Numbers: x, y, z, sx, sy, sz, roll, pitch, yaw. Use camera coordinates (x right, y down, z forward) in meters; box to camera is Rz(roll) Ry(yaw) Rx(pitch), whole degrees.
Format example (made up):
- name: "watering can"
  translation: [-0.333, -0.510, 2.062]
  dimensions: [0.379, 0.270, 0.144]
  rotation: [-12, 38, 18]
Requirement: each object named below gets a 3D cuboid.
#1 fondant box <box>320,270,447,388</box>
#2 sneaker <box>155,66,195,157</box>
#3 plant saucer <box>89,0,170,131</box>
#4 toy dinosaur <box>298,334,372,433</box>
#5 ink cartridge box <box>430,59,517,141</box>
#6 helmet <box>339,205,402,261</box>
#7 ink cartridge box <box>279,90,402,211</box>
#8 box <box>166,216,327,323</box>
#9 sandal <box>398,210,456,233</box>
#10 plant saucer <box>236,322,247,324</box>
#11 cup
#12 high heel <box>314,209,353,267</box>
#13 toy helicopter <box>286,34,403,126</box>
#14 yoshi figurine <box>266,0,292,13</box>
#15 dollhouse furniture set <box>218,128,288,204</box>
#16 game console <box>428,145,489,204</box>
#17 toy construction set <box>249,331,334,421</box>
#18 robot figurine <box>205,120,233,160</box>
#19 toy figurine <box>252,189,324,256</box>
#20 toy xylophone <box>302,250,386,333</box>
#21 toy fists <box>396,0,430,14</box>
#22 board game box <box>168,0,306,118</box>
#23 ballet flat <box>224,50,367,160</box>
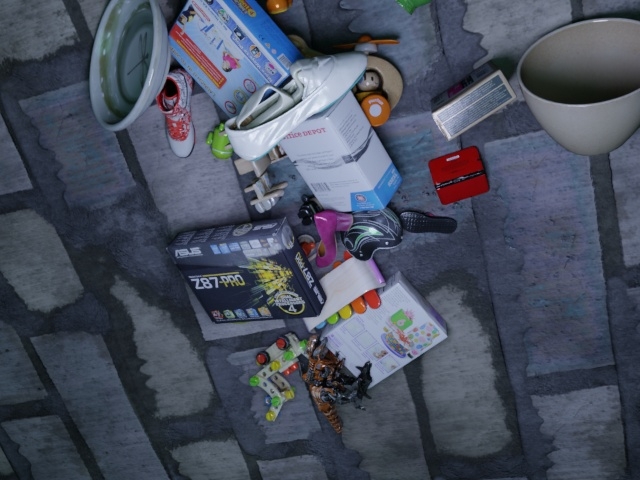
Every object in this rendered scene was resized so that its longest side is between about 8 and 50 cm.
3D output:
- name: "fondant box"
  translation: [0.199, 0.289, 1.921]
  dimensions: [0.330, 0.096, 0.238]
  rotation: [-39, 101, 22]
- name: "sneaker"
  translation: [-0.421, -0.354, 1.730]
  dimensions: [0.090, 0.145, 0.270]
  rotation: [10, 114, 5]
- name: "plant saucer"
  translation: [-0.502, -0.487, 1.637]
  dimensions: [0.400, 0.101, 0.400]
  rotation: [-7, 81, 46]
- name: "toy dinosaur"
  translation: [0.043, 0.447, 1.894]
  dimensions: [0.219, 0.164, 0.321]
  rotation: [-3, 128, 20]
- name: "ink cartridge box"
  translation: [0.383, -0.362, 1.545]
  dimensions: [0.193, 0.234, 0.088]
  rotation: [-31, 104, 19]
- name: "helmet"
  translation: [0.152, -0.034, 1.759]
  dimensions: [0.169, 0.169, 0.161]
  rotation: [40, 130, -8]
- name: "ink cartridge box"
  translation: [0.045, -0.231, 1.625]
  dimensions: [0.223, 0.129, 0.307]
  rotation: [1, 135, 46]
- name: "box"
  translation: [-0.217, 0.099, 1.791]
  dimensions: [0.395, 0.097, 0.318]
  rotation: [-6, 123, 28]
- name: "sandal"
  translation: [0.315, -0.055, 1.795]
  dimensions: [0.179, 0.040, 0.067]
  rotation: [8, 120, -9]
- name: "plant saucer"
  translation: [-0.281, 0.162, 1.979]
  dimensions: [0.241, 0.037, 0.240]
  rotation: [3, 113, 8]
- name: "cup"
  translation: [0.671, -0.350, 1.486]
  dimensions: [0.331, 0.331, 0.237]
  rotation: [-15, 135, 15]
- name: "high heel"
  translation: [0.000, 0.000, 1.746]
  dimensions: [0.117, 0.082, 0.244]
  rotation: [3, 147, -23]
- name: "toy helicopter"
  translation: [0.057, -0.462, 1.607]
  dimensions: [0.355, 0.140, 0.235]
  rotation: [22, 96, -9]
- name: "yoshi figurine"
  translation: [-0.200, -0.762, 1.541]
  dimensions: [0.203, 0.203, 0.362]
  rotation: [19, 139, 45]
- name: "dollhouse furniture set"
  translation: [-0.137, -0.250, 1.673]
  dimensions: [0.161, 0.242, 0.212]
  rotation: [-18, 109, 16]
- name: "game console"
  translation: [0.398, -0.185, 1.736]
  dimensions: [0.144, 0.085, 0.124]
  rotation: [-17, 77, 15]
- name: "toy construction set"
  translation: [-0.097, 0.429, 1.997]
  dimensions: [0.328, 0.151, 0.215]
  rotation: [-37, 78, 13]
- name: "robot figurine"
  translation: [-0.285, -0.291, 1.776]
  dimensions: [0.101, 0.067, 0.115]
  rotation: [13, 114, -5]
- name: "toy figurine"
  translation: [-0.102, -0.053, 1.809]
  dimensions: [0.210, 0.148, 0.213]
  rotation: [17, 116, 9]
- name: "toy xylophone"
  translation: [0.036, 0.142, 1.873]
  dimensions: [0.323, 0.081, 0.236]
  rotation: [-29, 72, 26]
- name: "toy fists"
  translation: [0.186, -0.709, 1.511]
  dimensions: [0.279, 0.096, 0.142]
  rotation: [41, 112, -7]
- name: "board game box"
  translation: [-0.235, -0.498, 1.590]
  dimensions: [0.308, 0.086, 0.302]
  rotation: [48, 146, -11]
- name: "ballet flat"
  translation: [-0.066, -0.349, 1.458]
  dimensions: [0.400, 0.139, 0.139]
  rotation: [-37, 102, 8]
